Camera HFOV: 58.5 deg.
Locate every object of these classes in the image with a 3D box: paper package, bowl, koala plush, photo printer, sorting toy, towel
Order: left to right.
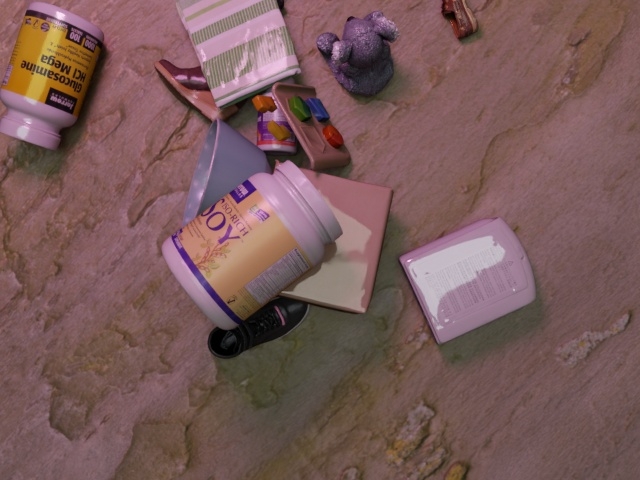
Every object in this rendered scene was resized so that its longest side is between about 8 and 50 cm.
[{"bbox_3d":[-0.227,-0.132,1.425,0.163,0.311,0.312,15,91,-20],"label":"bowl"},{"bbox_3d":[-0.210,-0.523,1.447,0.247,0.038,0.325,-22,83,6],"label":"towel"},{"bbox_3d":[-0.034,-0.282,1.393,0.041,0.307,0.229,-28,86,29],"label":"sorting toy"},{"bbox_3d":[0.000,0.000,1.443,0.309,0.168,0.325,13,82,1],"label":"paper package"},{"bbox_3d":[0.107,-0.478,1.425,0.196,0.221,0.203,-23,91,1],"label":"koala plush"},{"bbox_3d":[0.391,0.096,1.487,0.307,0.107,0.256,-25,91,1],"label":"photo printer"}]

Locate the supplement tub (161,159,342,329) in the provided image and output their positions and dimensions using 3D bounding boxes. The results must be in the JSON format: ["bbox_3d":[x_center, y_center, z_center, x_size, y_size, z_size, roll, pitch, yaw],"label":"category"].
[{"bbox_3d":[-0.142,0.006,1.235,0.331,0.241,0.241,-38,90,-5],"label":"supplement tub"}]

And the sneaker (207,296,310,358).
[{"bbox_3d":[-0.161,0.228,1.480,0.295,0.147,0.105,-25,89,0],"label":"sneaker"}]

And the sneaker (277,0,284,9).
[{"bbox_3d":[-0.127,-0.712,1.501,0.106,0.078,0.235,3,95,-2],"label":"sneaker"}]

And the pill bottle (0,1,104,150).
[{"bbox_3d":[-0.693,-0.410,1.457,0.187,0.188,0.334,19,92,1],"label":"pill bottle"}]

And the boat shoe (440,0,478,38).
[{"bbox_3d":[0.346,-0.614,1.498,0.060,0.064,0.178,-30,93,-1],"label":"boat shoe"}]

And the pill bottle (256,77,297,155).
[{"bbox_3d":[-0.110,-0.323,1.488,0.108,0.108,0.194,2,91,1],"label":"pill bottle"}]

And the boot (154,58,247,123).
[{"bbox_3d":[-0.290,-0.443,1.518,0.248,0.090,0.207,40,78,4],"label":"boot"}]
